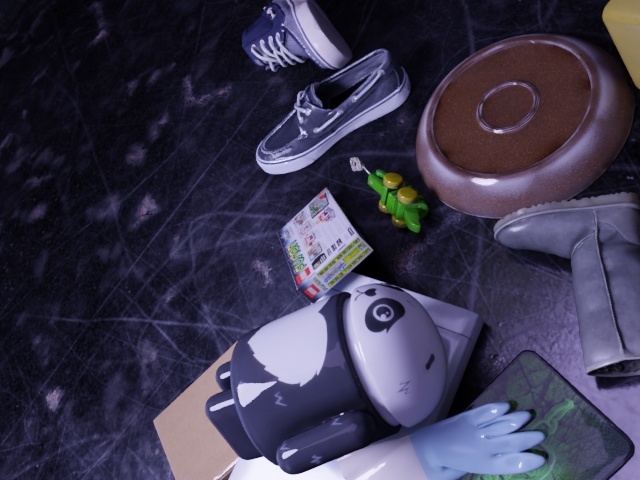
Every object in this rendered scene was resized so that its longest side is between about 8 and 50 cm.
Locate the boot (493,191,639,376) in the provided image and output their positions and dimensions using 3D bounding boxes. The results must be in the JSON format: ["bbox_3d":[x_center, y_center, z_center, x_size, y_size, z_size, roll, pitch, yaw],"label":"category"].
[{"bbox_3d":[0.304,0.055,0.726,0.190,0.076,0.208,-13,65,31],"label":"boot"}]

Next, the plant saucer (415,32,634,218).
[{"bbox_3d":[0.272,-0.180,0.885,0.311,0.050,0.310,-17,56,26],"label":"plant saucer"}]

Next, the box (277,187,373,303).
[{"bbox_3d":[0.000,0.000,0.920,0.114,0.036,0.207,-42,24,8],"label":"box"}]

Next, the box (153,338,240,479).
[{"bbox_3d":[-0.154,0.272,0.938,0.201,0.021,0.164,-44,50,6],"label":"box"}]

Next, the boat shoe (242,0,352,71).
[{"bbox_3d":[-0.054,-0.358,1.141,0.158,0.127,0.340,-40,31,16],"label":"boat shoe"}]

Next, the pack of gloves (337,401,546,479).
[{"bbox_3d":[0.159,0.292,0.682,0.232,0.046,0.195,-25,81,18],"label":"pack of gloves"}]

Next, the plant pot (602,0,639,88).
[{"bbox_3d":[0.462,-0.257,0.705,0.212,0.212,0.187,-51,36,0],"label":"plant pot"}]

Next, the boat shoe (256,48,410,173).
[{"bbox_3d":[0.002,-0.220,1.051,0.301,0.102,0.108,-26,53,20],"label":"boat shoe"}]

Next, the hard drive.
[{"bbox_3d":[0.037,0.224,0.807,0.233,0.047,0.353,17,76,33],"label":"hard drive"}]

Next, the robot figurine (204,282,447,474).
[{"bbox_3d":[0.006,0.156,0.720,0.278,0.173,0.209,-24,62,16],"label":"robot figurine"}]

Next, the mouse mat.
[{"bbox_3d":[0.223,0.236,0.688,0.189,0.007,0.152,-47,64,4],"label":"mouse mat"}]

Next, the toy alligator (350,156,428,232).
[{"bbox_3d":[0.112,-0.077,0.936,0.051,0.056,0.189,-13,44,-24],"label":"toy alligator"}]
